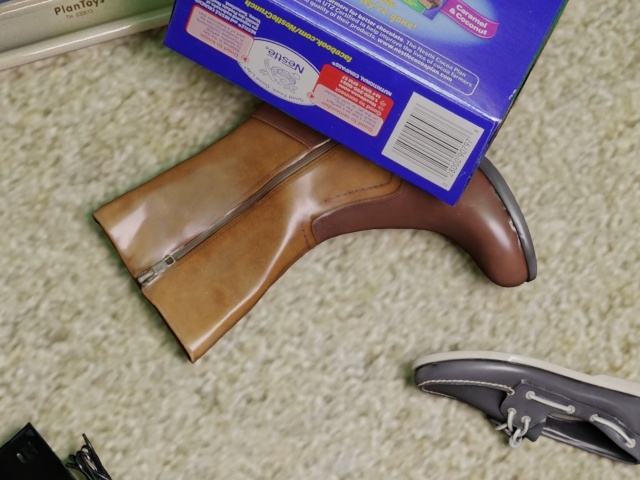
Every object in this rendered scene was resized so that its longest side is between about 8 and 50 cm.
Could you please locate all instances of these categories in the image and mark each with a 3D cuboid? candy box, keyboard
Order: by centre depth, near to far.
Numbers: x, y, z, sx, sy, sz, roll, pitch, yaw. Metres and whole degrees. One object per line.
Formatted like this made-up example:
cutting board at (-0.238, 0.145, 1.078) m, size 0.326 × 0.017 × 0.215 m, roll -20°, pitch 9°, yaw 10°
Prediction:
keyboard at (-0.179, 0.227, 1.472) m, size 0.100 × 0.038 × 0.192 m, roll -40°, pitch 85°, yaw 9°
candy box at (0.065, -0.224, 1.515) m, size 0.268 × 0.122 × 0.317 m, roll 30°, pitch 53°, yaw 2°

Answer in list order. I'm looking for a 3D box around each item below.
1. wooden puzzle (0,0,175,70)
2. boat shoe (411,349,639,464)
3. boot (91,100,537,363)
wooden puzzle at (-0.243, -0.322, 1.569) m, size 0.322 × 0.080 × 0.348 m, roll -17°, pitch 79°, yaw -11°
boat shoe at (0.171, 0.134, 1.514) m, size 0.206 × 0.075 × 0.065 m, roll 11°, pitch 72°, yaw -10°
boot at (0.000, 0.000, 1.514) m, size 0.280 × 0.096 × 0.264 m, roll -38°, pitch 84°, yaw -14°
